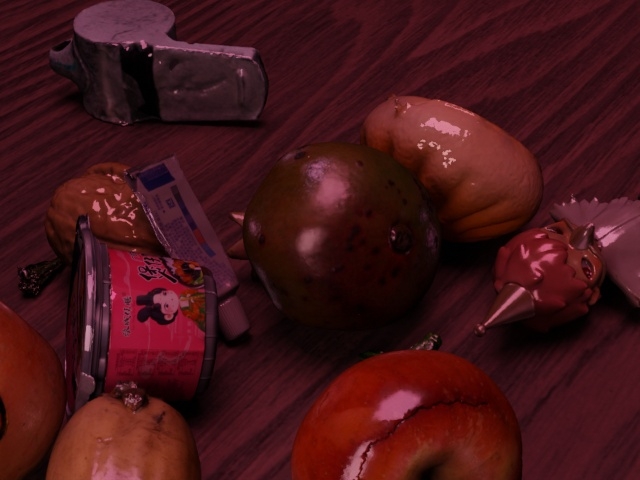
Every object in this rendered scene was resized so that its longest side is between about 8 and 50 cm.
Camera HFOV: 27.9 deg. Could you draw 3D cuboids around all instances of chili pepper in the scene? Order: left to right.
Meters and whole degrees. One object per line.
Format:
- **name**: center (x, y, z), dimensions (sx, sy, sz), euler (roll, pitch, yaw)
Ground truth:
- **chili pepper**: center (0.115, 0.163, 1.792), dimensions (0.118, 0.035, 0.055), euler (-15, 25, -2)

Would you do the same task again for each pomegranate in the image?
- **pomegranate**: center (0.022, -0.012, 1.845), dimensions (0.291, 0.290, 0.323), euler (-14, 14, -17)

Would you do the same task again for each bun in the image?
- **bun**: center (0.182, -0.091, 1.963), dimensions (0.299, 0.299, 0.164), euler (20, 77, 27)

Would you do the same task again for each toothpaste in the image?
- **toothpaste**: center (-0.182, 0.012, 1.837), dimensions (0.068, 0.282, 0.099), euler (-28, 1, 10)

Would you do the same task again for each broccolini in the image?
- **broccolini**: center (-0.391, 0.022, 2.007), dimensions (0.042, 0.044, 0.218), euler (5, 28, 35)

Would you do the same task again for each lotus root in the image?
- **lotus root**: center (-0.229, 0.309, 1.490), dimensions (0.183, 0.182, 0.310), euler (-2, 39, -1)

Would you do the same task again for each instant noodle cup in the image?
- **instant noodle cup**: center (-0.237, 0.117, 1.712), dimensions (0.182, 0.302, 0.258), euler (4, -9, -16)

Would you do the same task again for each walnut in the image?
- **walnut**: center (-0.296, -0.017, 1.921), dimensions (0.245, 0.198, 0.198), euler (26, 44, 29)

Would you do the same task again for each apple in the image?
- **apple**: center (-0.484, 0.188, 1.528), dimensions (0.338, 0.338, 0.305), euler (28, 70, 34)
- **apple**: center (0.098, 0.247, 1.497), dimensions (0.272, 0.251, 0.206), euler (-32, 28, -12)

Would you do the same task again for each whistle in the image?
- **whistle**: center (-0.296, -0.306, 2.330), dimensions (0.405, 0.168, 0.188), euler (23, 42, 30)

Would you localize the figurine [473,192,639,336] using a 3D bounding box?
- **figurine**: center (0.355, 0.031, 1.844), dimensions (0.387, 0.166, 0.207), euler (-20, 61, -27)
